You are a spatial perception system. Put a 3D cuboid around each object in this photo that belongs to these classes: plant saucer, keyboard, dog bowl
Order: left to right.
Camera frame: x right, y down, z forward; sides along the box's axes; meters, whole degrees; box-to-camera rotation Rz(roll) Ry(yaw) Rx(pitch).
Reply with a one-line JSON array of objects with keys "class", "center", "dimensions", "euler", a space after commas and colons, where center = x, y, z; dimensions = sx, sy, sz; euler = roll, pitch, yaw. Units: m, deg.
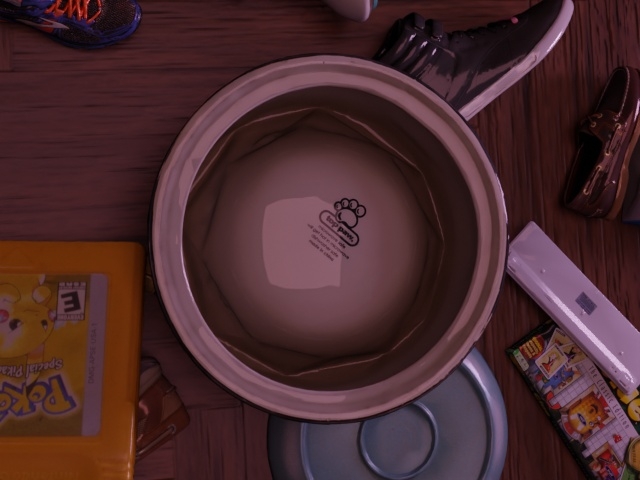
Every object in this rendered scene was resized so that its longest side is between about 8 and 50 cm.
[{"class": "dog bowl", "center": [0.000, 0.000, 1.333], "dimensions": [0.408, 0.150, 0.408], "euler": [1, 87, -12]}, {"class": "plant saucer", "center": [0.092, 0.246, 1.442], "dimensions": [0.317, 0.043, 0.318], "euler": [0, 88, -13]}, {"class": "keyboard", "center": [0.336, 0.089, 1.494], "dimensions": [0.256, 0.014, 0.072], "euler": [45, 74, -8]}]

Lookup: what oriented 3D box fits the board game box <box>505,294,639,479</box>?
[{"class": "board game box", "center": [0.365, 0.214, 1.515], "dimensions": [0.136, 0.030, 0.260], "euler": [-35, 96, -14]}]

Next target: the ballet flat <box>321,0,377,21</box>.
[{"class": "ballet flat", "center": [-0.056, -0.438, 1.377], "dimensions": [0.139, 0.139, 0.400], "euler": [-21, 97, -13]}]

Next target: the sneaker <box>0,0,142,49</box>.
[{"class": "sneaker", "center": [-0.317, -0.277, 1.341], "dimensions": [0.221, 0.087, 0.083], "euler": [8, 87, -13]}]

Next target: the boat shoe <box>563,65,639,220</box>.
[{"class": "boat shoe", "center": [0.370, -0.132, 1.505], "dimensions": [0.073, 0.073, 0.207], "euler": [14, 84, -14]}]

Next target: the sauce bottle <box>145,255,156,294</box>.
[{"class": "sauce bottle", "center": [-0.197, 0.045, 1.381], "dimensions": [0.128, 0.042, 0.042], "euler": [24, 83, -12]}]

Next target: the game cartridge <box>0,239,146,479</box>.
[{"class": "game cartridge", "center": [-0.340, 0.154, 1.260], "dimensions": [0.285, 0.053, 0.324], "euler": [0, 65, -3]}]

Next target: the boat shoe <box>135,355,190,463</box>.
[{"class": "boat shoe", "center": [-0.283, 0.274, 1.315], "dimensions": [0.324, 0.123, 0.116], "euler": [-42, 99, -10]}]

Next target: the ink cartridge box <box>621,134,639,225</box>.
[{"class": "ink cartridge box", "center": [0.528, -0.073, 1.537], "dimensions": [0.231, 0.078, 0.134], "euler": [8, 87, -13]}]

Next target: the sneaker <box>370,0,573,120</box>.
[{"class": "sneaker", "center": [0.179, -0.249, 1.447], "dimensions": [0.296, 0.104, 0.147], "euler": [-40, 102, -7]}]
